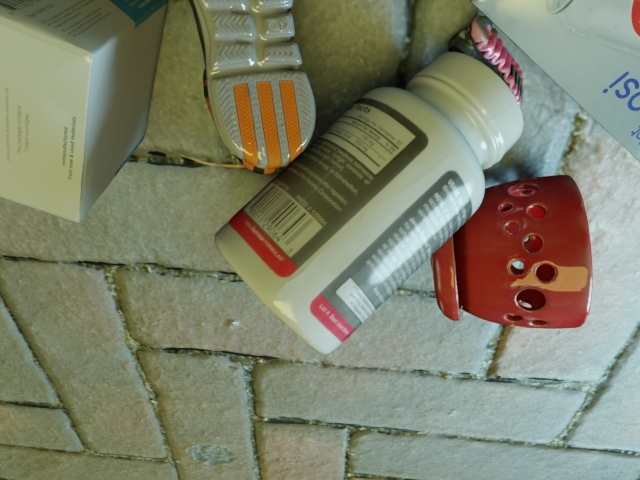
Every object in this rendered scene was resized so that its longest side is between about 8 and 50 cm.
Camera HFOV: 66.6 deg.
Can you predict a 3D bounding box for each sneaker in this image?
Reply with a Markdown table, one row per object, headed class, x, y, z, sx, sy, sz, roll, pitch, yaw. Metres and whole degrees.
| class | x | y | z | sx | sy | sz | roll | pitch | yaw |
| --- | --- | --- | --- | --- | --- | --- | --- | --- | --- |
| sneaker | 0.188 | -0.193 | 0.555 | 0.057 | 0.047 | 0.119 | -18 | 126 | 43 |
| sneaker | -0.088 | -0.227 | 0.499 | 0.125 | 0.180 | 0.321 | -4 | 97 | -16 |

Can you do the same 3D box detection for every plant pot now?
| class | x | y | z | sx | sy | sz | roll | pitch | yaw |
| --- | --- | --- | --- | --- | --- | --- | --- | --- | --- |
| plant pot | 0.233 | 0.020 | 0.625 | 0.174 | 0.191 | 0.191 | -6 | 128 | 15 |

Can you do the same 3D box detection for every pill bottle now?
| class | x | y | z | sx | sy | sz | roll | pitch | yaw |
| --- | --- | --- | --- | --- | --- | --- | --- | --- | --- |
| pill bottle | 0.058 | -0.048 | 0.525 | 0.318 | 0.176 | 0.176 | -43 | 119 | -5 |

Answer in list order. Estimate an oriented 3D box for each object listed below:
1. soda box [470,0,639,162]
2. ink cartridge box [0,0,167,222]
| class | x | y | z | sx | sy | sz | roll | pitch | yaw |
| --- | --- | --- | --- | --- | --- | --- | --- | --- | --- |
| soda box | 0.279 | -0.203 | 0.500 | 0.286 | 0.091 | 0.098 | 32 | 124 | -20 |
| ink cartridge box | -0.334 | -0.188 | 0.502 | 0.270 | 0.198 | 0.197 | 20 | 129 | -10 |
